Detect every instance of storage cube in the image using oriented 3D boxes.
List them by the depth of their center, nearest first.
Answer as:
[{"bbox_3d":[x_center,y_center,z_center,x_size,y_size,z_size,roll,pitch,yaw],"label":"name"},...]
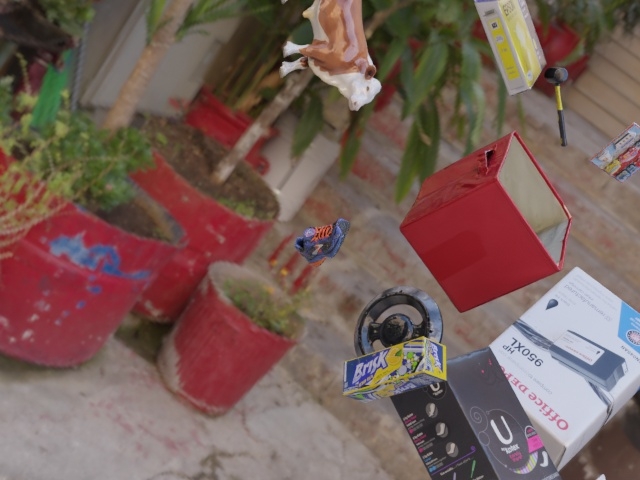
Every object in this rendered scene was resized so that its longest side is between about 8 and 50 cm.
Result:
[{"bbox_3d":[0.273,-0.032,1.552,0.215,0.193,0.183,52,34,-14],"label":"storage cube"}]

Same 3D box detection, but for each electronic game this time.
[{"bbox_3d":[0.179,0.215,2.202,0.229,0.229,0.048,48,8,39],"label":"electronic game"}]

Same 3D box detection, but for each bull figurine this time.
[{"bbox_3d":[0.015,-0.398,1.828,0.188,0.310,0.101,-3,-3,-11],"label":"bull figurine"}]

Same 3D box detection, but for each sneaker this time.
[{"bbox_3d":[0.000,0.000,2.362,0.087,0.221,0.083,32,56,-12],"label":"sneaker"}]

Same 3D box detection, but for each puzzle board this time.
[{"bbox_3d":[0.637,-0.179,1.962,0.096,0.128,0.011,29,42,-18],"label":"puzzle board"}]

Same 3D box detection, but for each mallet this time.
[{"bbox_3d":[0.561,-0.318,2.235,0.039,0.189,0.062,-12,21,-8],"label":"mallet"}]

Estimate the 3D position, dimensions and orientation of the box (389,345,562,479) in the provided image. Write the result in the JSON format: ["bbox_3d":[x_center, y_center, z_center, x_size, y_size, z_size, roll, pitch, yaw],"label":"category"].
[{"bbox_3d":[0.272,0.346,1.675,0.165,0.143,0.270,-9,65,-46],"label":"box"}]

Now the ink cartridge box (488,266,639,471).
[{"bbox_3d":[0.562,0.294,2.179,0.285,0.395,0.166,41,-26,25],"label":"ink cartridge box"}]

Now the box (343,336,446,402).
[{"bbox_3d":[0.112,0.201,1.454,0.054,0.169,0.059,27,53,-38],"label":"box"}]

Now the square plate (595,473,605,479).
[{"bbox_3d":[0.427,0.645,1.823,0.049,0.344,0.347,33,26,28],"label":"square plate"}]

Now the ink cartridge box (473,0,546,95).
[{"bbox_3d":[0.462,-0.537,2.323,0.307,0.072,0.303,68,28,-14],"label":"ink cartridge box"}]
